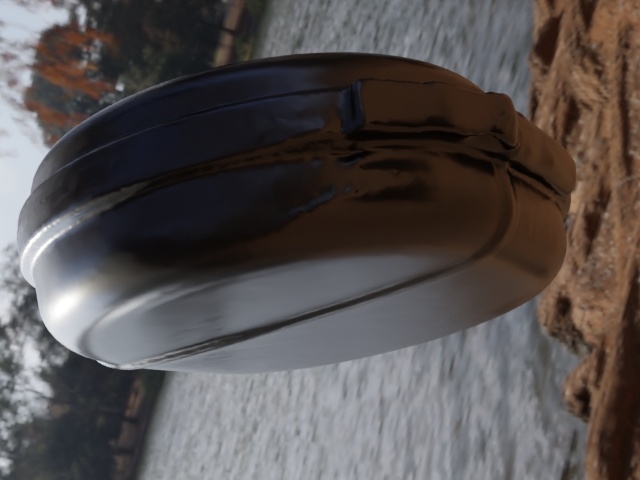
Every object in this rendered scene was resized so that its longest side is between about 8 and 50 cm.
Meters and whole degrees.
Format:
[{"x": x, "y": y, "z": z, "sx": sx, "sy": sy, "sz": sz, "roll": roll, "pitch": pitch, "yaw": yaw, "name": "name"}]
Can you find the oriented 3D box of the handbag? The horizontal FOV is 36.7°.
[{"x": 0.000, "y": 0.001, "z": 0.494, "sx": 0.308, "sy": 0.254, "sz": 0.093, "roll": 17, "pitch": -121, "yaw": -59, "name": "handbag"}]
